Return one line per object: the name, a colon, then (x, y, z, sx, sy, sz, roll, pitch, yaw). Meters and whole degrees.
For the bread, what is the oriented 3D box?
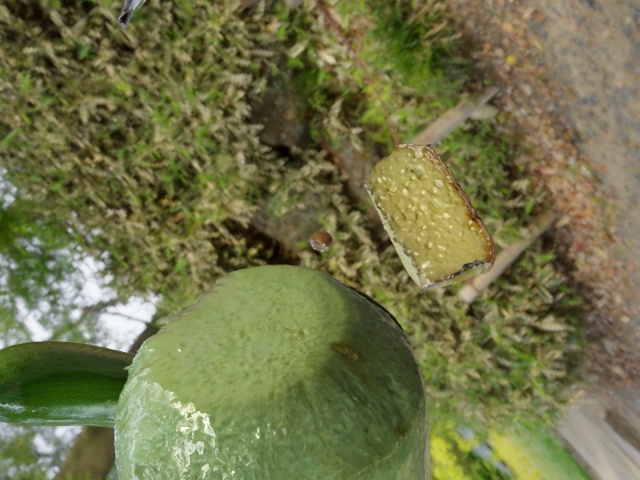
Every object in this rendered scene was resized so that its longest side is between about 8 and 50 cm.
bread: (0.164, -0.015, 1.275, 0.260, 0.129, 0.134, 64, -178, 38)

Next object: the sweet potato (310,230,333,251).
sweet potato: (0.000, 0.000, 1.387, 0.034, 0.034, 0.095, 49, 172, -13)

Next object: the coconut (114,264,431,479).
coconut: (-0.040, 0.193, 0.779, 0.328, 0.281, 0.329, 3, -90, -80)

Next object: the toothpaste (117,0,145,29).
toothpaste: (-0.141, -0.350, 0.940, 0.068, 0.282, 0.099, 46, -142, -9)

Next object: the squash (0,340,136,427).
squash: (-0.227, 0.145, 0.859, 0.082, 0.082, 0.292, 48, -168, 28)
